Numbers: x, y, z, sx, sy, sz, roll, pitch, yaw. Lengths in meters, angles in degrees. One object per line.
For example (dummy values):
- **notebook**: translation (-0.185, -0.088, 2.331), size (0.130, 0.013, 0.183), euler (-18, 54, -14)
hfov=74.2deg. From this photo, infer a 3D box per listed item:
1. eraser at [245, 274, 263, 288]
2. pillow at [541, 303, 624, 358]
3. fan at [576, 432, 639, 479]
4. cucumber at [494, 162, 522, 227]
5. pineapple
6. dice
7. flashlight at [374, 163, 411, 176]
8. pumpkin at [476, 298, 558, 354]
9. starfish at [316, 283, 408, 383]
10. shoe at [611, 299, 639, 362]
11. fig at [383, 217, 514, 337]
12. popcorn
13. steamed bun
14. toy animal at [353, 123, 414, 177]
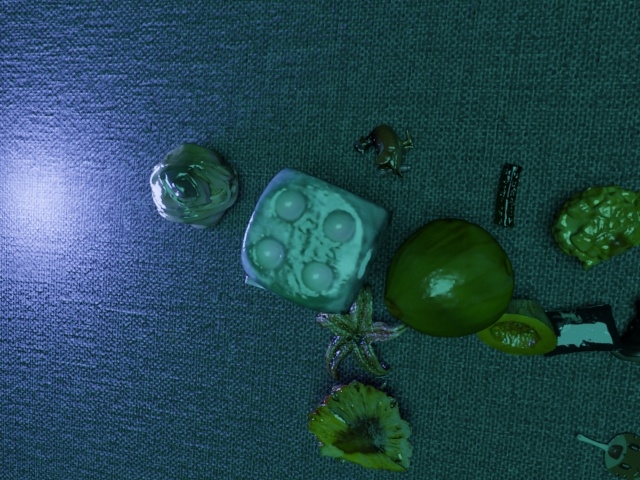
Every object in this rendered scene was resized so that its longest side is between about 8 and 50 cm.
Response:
- **eraser**: translation (-0.194, 0.140, 1.415), size (0.105, 0.065, 0.026), euler (16, 99, 11)
- **pillow**: translation (0.735, 0.260, 1.223), size (0.208, 0.055, 0.141), euler (-14, 78, 23)
- **fan**: translation (0.877, 0.629, 1.263), size (0.227, 0.008, 0.152), euler (19, 99, 9)
- **cucumber**: translation (0.549, -0.132, 1.243), size (0.058, 0.058, 0.187), euler (7, 95, 11)
- **pineapple**: translation (0.104, 0.573, 1.359), size (0.344, 0.209, 0.286), euler (39, 137, -5)
- **dice**: translation (0.000, 0.000, 1.223), size (0.348, 0.330, 0.327), euler (25, 98, 12)
- **flashlight**: translation (0.225, -0.219, 1.316), size (0.110, 0.031, 0.052), euler (-3, 58, 7)
- **pumpkin**: translation (0.571, 0.238, 1.234), size (0.217, 0.217, 0.110), euler (18, 60, 10)
- **starfish**: translation (0.133, 0.307, 1.343), size (0.312, 0.113, 0.303), euler (-28, 86, 22)
- **shoe**: translation (0.930, 0.224, 1.163), size (0.291, 0.114, 0.137), euler (-38, 92, 10)
- **fig**: translation (0.334, 0.116, 1.153), size (0.343, 0.343, 0.343), euler (1, 95, 12)
- **popcorn**: translation (0.757, -0.039, 1.144), size (0.235, 0.181, 0.216), euler (-25, 91, 17)
- **steamed bun**: translation (-0.425, -0.171, 1.366), size (0.268, 0.207, 0.280), euler (45, 103, 5)
- **toy animal**: translation (0.194, -0.265, 1.285), size (0.179, 0.089, 0.188), euler (-13, 73, 18)
